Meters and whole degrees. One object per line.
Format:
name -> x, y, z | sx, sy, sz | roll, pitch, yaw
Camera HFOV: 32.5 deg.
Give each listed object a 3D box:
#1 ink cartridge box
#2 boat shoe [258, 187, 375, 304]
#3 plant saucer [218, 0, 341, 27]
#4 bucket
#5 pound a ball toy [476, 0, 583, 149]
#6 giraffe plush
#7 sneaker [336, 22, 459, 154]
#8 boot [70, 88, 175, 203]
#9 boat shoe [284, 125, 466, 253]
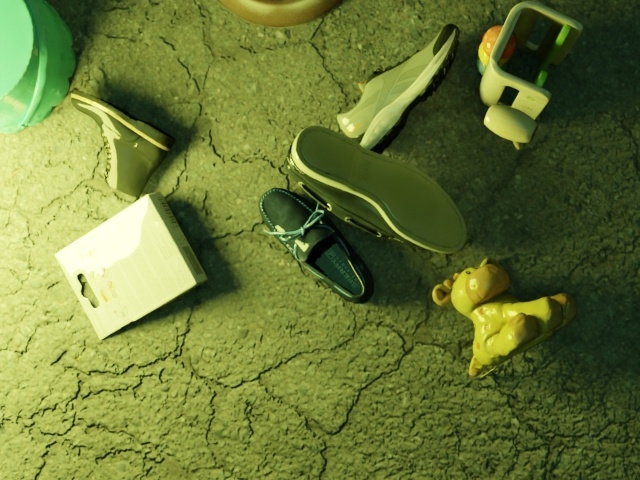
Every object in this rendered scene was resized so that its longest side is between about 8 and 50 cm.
ink cartridge box -> -0.333, 0.046, 1.930 | 0.225, 0.056, 0.181 | -31, 86, 22
boat shoe -> 0.000, 0.000, 1.872 | 0.258, 0.089, 0.109 | 39, 91, 5
plant saucer -> -0.074, -0.528, 1.898 | 0.311, 0.050, 0.310 | 1, 95, 7
bucket -> -0.576, -0.330, 1.888 | 0.281, 0.183, 0.281 | 0, 89, 4
pound a ball toy -> 0.299, -0.252, 1.741 | 0.136, 0.319, 0.208 | 26, 91, 6
giraffe plush -> 0.291, 0.109, 1.826 | 0.210, 0.181, 0.170 | -41, 72, 36
sneaker -> 0.135, -0.269, 1.869 | 0.108, 0.100, 0.271 | 42, 92, 10
boot -> -0.372, -0.166, 1.922 | 0.198, 0.077, 0.137 | 29, 96, 6
boat shoe -> 0.085, -0.070, 1.854 | 0.340, 0.113, 0.127 | 25, 63, -16
